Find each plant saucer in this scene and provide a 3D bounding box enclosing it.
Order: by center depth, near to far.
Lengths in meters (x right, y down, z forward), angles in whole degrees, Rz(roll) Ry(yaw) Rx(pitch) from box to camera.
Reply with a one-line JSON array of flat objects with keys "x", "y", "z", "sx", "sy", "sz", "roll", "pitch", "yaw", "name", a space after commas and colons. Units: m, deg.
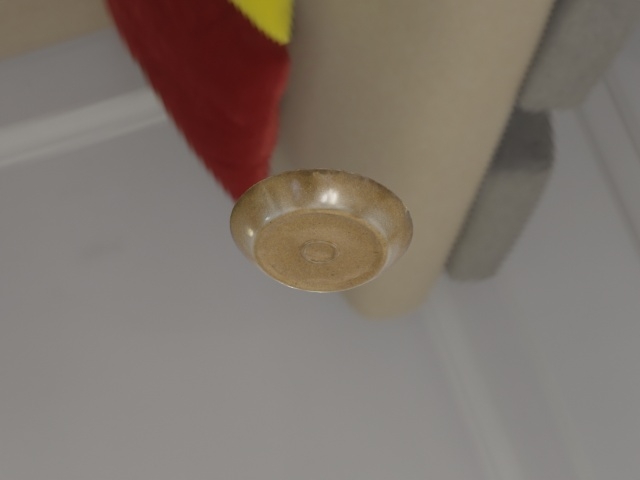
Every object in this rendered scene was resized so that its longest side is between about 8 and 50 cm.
[{"x": 0.000, "y": 0.000, "z": 0.754, "sx": 0.083, "sy": 0.015, "sz": 0.083, "roll": 2, "pitch": 142, "yaw": 2, "name": "plant saucer"}]
